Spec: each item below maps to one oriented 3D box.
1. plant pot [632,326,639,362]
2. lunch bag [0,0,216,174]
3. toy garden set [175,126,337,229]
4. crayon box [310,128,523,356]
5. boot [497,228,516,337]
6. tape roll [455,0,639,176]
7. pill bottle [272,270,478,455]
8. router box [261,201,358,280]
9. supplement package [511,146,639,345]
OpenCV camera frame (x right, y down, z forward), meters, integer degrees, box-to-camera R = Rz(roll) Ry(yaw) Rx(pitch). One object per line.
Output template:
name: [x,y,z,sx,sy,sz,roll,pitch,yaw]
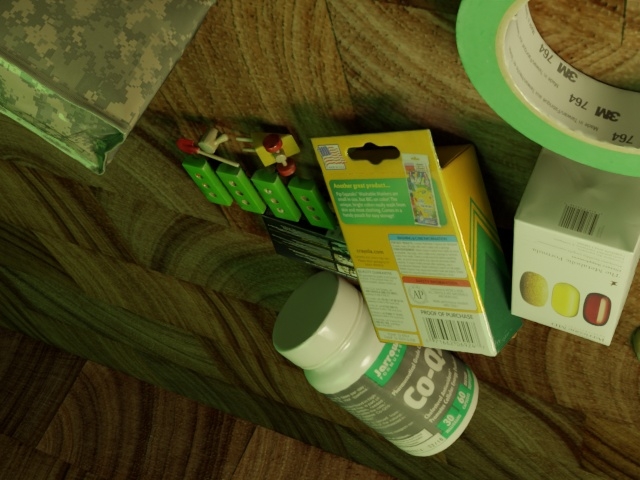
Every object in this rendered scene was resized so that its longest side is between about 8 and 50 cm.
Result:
plant pot: [0.573,0.189,1.394,0.236,0.032,0.236,22,155,11]
lunch bag: [-0.315,-0.259,1.137,0.287,0.235,0.169,33,153,-13]
toy garden set: [-0.105,-0.113,1.456,0.244,0.049,0.204,14,154,29]
crayon box: [0.131,-0.010,1.272,0.203,0.083,0.323,2,120,44]
boot: [0.257,0.091,1.440,0.264,0.096,0.280,10,153,28]
tape roll: [0.289,-0.183,0.882,0.321,0.077,0.321,23,156,11]
pill bottle: [0.099,0.223,1.725,0.361,0.204,0.204,38,154,-25]
router box: [0.000,0.000,1.572,0.178,0.046,0.133,18,155,18]
supplement package: [0.317,0.004,1.153,0.139,0.134,0.244,18,154,20]
